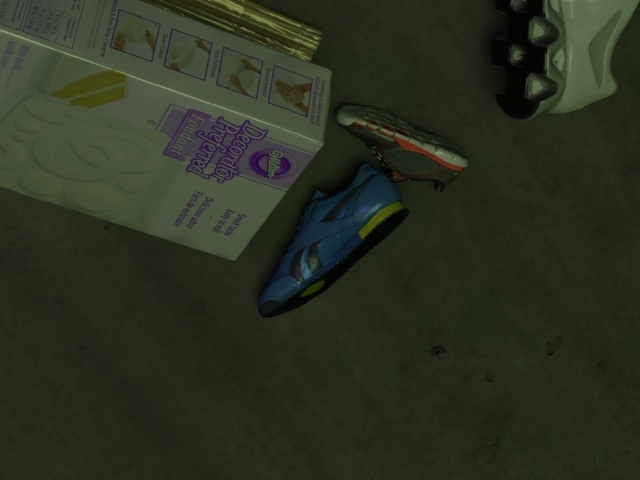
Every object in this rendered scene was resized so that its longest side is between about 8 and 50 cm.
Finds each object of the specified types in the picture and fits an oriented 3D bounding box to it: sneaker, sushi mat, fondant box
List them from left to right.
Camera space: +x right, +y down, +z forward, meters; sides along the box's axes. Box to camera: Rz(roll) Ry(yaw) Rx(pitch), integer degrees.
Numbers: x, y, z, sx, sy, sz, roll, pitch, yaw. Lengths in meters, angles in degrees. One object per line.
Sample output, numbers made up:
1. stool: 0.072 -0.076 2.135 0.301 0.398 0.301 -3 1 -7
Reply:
1. fondant box: -0.187 -0.118 1.380 0.330 0.096 0.238 17 145 -17
2. sushi mat: -0.169 -0.207 1.452 0.317 0.019 0.151 21 108 -18
3. sneaker: 0.000 0.000 1.551 0.209 0.069 0.082 -42 75 20
4. sneaker: 0.081 -0.092 1.524 0.158 0.061 0.065 23 113 -17
5. sneaker: 0.261 -0.293 1.456 0.146 0.122 0.330 -9 113 -26
